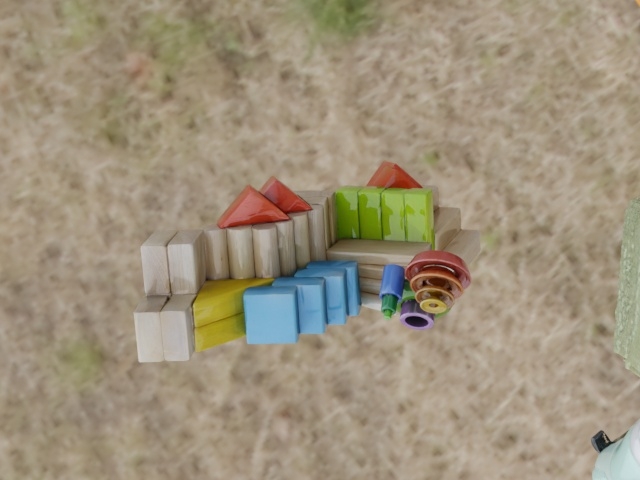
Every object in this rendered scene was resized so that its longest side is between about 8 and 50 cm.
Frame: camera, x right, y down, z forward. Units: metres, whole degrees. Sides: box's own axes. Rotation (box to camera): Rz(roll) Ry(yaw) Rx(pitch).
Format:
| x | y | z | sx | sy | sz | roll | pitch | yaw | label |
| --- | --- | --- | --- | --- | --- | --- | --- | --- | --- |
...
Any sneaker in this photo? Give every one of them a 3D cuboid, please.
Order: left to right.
| x | y | z | sx | sy | sz | roll | pitch | yaw | label |
| --- | --- | --- | --- | --- | --- | --- | --- | --- | --- |
| 0.378 | 0.179 | 1.453 | 0.094 | 0.256 | 0.151 | 62 | 154 | 16 | sneaker |

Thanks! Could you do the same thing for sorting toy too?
| x | y | z | sx | sy | sz | roll | pitch | yaw | label |
| --- | --- | --- | --- | --- | --- | --- | --- | --- | --- |
| 0.073 | 0.045 | 1.087 | 0.061 | 0.042 | 0.102 | 14 | 150 | -4 | sorting toy |

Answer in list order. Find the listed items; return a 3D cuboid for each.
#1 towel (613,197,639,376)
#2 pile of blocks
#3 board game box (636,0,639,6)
| x | y | z | sx | sy | sz | roll | pitch | yaw | label |
| --- | --- | --- | --- | --- | --- | --- | --- | --- | --- |
| 0.270 | 0.044 | 1.180 | 0.110 | 0.027 | 0.148 | -138 | 48 | -73 | towel |
| 0.000 | 0.000 | 1.220 | 0.149 | 0.362 | 0.112 | 13 | 114 | 43 | pile of blocks |
| 0.502 | -0.483 | 1.598 | 0.356 | 0.356 | 0.356 | 55 | 153 | -6 | board game box |
